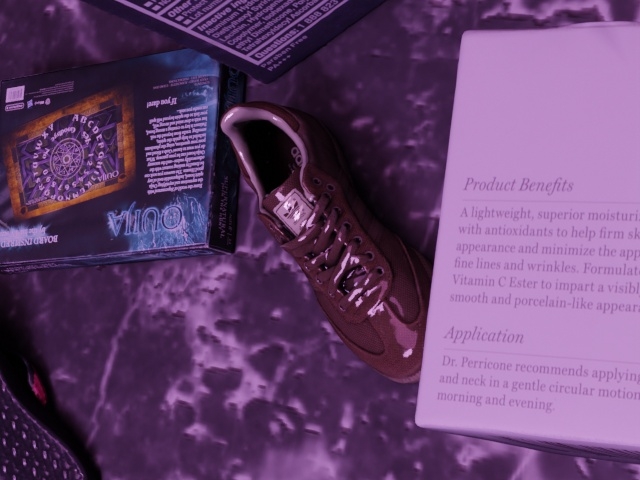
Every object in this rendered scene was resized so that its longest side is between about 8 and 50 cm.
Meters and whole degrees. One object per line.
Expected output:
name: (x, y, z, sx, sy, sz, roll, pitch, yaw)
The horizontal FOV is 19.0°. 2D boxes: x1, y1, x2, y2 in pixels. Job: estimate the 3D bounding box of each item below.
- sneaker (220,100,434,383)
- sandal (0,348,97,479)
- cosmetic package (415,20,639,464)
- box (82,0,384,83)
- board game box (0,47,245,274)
sneaker: (0.000, 0.000, 1.031, 0.066, 0.071, 0.188, -47, 55, 19)
sandal: (-0.193, 0.103, 1.181, 0.179, 0.040, 0.067, 48, 115, 20)
cosmetic package: (0.152, 0.008, 0.860, 0.151, 0.151, 0.184, 3, 81, 37)
box: (-0.036, -0.263, 0.982, 0.296, 0.294, 0.183, -34, 61, 26)
board game box: (-0.128, -0.047, 1.170, 0.186, 0.026, 0.126, -5, 76, 36)
